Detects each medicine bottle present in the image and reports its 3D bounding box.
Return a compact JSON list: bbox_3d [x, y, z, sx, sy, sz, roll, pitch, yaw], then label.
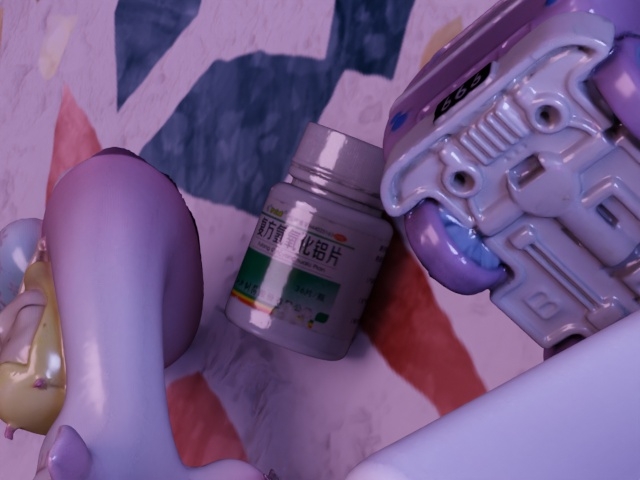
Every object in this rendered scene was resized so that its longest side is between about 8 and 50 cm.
[{"bbox_3d":[0.000,0.000,0.887,0.080,0.080,0.130,25,96,50],"label":"medicine bottle"}]

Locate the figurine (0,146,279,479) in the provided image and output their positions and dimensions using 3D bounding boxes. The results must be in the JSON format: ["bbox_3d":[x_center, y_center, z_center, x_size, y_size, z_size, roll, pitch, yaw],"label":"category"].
[{"bbox_3d":[-0.146,0.149,0.887,0.284,0.206,0.315,-50,24,27],"label":"figurine"}]

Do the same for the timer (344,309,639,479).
[{"bbox_3d":[0.120,0.166,0.533,0.192,0.195,0.194,33,124,31],"label":"timer"}]

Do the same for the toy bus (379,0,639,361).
[{"bbox_3d":[0.140,-0.022,0.656,0.142,0.202,0.142,-38,18,30],"label":"toy bus"}]
